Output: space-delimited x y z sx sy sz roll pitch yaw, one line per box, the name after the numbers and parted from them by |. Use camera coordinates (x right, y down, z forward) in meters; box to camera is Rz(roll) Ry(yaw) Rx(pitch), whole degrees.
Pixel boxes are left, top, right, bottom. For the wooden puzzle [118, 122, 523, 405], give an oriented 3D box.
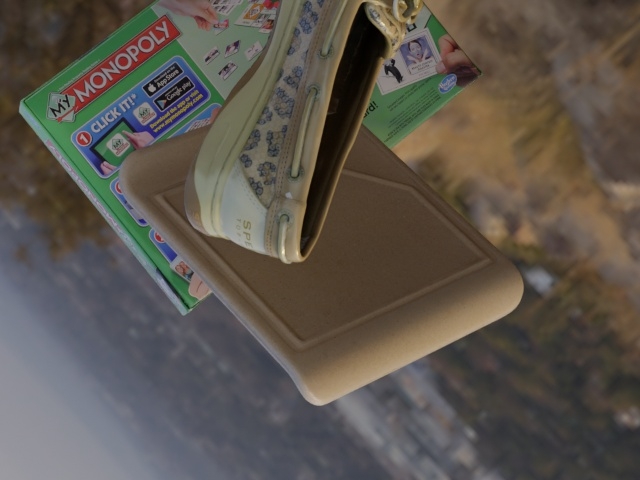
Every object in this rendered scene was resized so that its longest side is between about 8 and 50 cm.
0.000 0.000 1.317 0.238 0.221 0.044 48 140 24 | wooden puzzle

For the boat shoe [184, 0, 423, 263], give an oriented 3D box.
0.014 -0.117 1.193 0.089 0.285 0.104 23 171 25 | boat shoe

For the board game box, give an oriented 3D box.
-0.053 -0.120 1.459 0.213 0.317 0.046 51 165 -1 | board game box
